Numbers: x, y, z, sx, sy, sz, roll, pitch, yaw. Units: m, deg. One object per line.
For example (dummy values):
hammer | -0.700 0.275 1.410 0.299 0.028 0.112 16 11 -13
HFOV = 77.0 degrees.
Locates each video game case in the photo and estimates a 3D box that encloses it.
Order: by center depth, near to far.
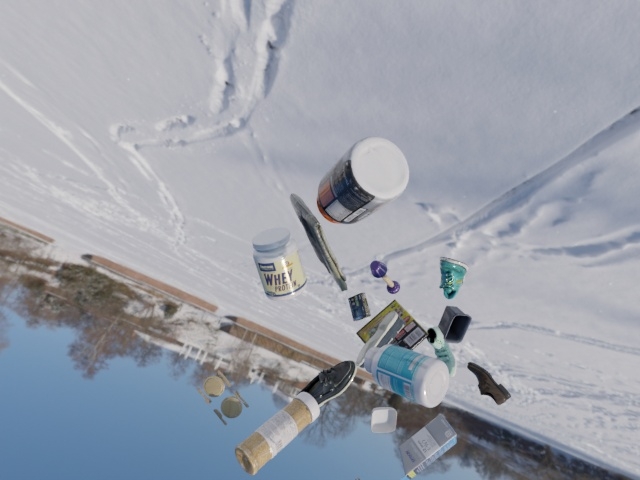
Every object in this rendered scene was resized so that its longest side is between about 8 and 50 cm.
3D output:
video game case | 0.362 0.476 2.045 0.248 0.275 0.035 47 173 31

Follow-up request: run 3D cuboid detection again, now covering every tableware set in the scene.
tableware set | -0.384 0.616 1.600 0.194 0.128 0.039 51 -175 0

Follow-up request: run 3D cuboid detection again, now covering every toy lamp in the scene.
toy lamp | 0.302 0.171 1.903 0.080 0.080 0.275 14 160 33

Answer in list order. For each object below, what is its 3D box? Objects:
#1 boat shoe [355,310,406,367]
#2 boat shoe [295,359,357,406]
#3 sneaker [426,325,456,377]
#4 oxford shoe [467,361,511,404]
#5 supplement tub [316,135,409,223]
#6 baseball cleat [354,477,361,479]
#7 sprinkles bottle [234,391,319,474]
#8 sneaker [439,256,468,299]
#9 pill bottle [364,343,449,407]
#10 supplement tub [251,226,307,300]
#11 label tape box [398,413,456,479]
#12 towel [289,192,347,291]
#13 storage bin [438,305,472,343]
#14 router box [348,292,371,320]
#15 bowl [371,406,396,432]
boat shoe | 0.233 0.391 1.543 0.079 0.254 0.095 43 159 -9
boat shoe | 0.018 0.657 1.862 0.113 0.340 0.127 38 -158 -27
sneaker | 0.591 0.556 2.014 0.094 0.256 0.151 -27 151 37
oxford shoe | 0.765 0.666 1.882 0.227 0.096 0.083 46 170 40
supplement tub | 0.118 -0.175 1.310 0.207 0.207 0.338 28 159 -12
baseball cleat | 0.222 1.273 2.043 0.109 0.206 0.072 -8 -154 -10
sprinkles bottle | -0.160 0.742 1.573 0.121 0.355 0.121 20 122 37
sneaker | 0.513 0.149 1.573 0.107 0.110 0.275 16 158 30
pill bottle | 0.267 0.423 1.304 0.146 0.146 0.264 36 161 -37
supplement tub | -0.213 0.120 2.078 0.235 0.235 0.325 10 123 43
label tape box | 0.442 0.948 1.804 0.115 0.347 0.249 52 173 36
towel | 0.000 0.000 1.530 0.324 0.056 0.312 66 172 -31
storage bin | 0.538 0.331 1.622 0.098 0.135 0.091 8 -157 -16
router box | 0.192 0.330 1.997 0.038 0.123 0.092 5 153 -42
bowl | 0.343 0.981 2.218 0.142 0.142 0.053 1 -171 -7
